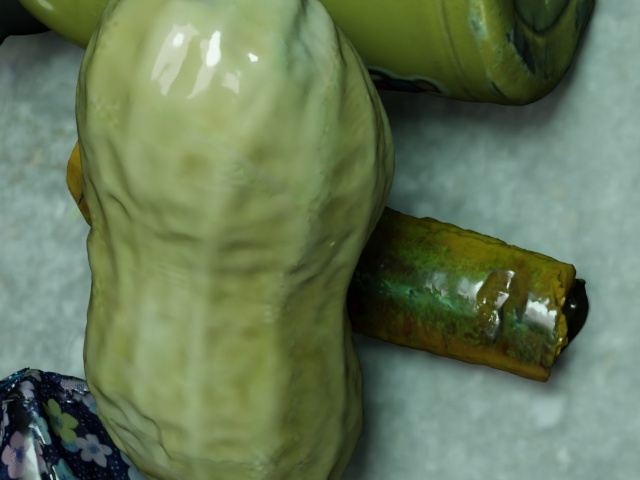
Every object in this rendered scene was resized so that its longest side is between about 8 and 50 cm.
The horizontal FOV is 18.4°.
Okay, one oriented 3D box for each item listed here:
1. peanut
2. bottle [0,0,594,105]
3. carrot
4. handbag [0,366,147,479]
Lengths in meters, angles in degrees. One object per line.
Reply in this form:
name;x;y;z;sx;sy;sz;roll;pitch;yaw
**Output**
peanut;-0.037;0.009;0.817;0.130;0.130;0.290;24;130;24
bottle;-0.057;-0.156;0.901;0.351;0.171;0.172;6;86;26
carrot;0.000;0.000;0.909;0.260;0.070;0.070;19;91;23
handbag;-0.154;0.189;0.918;0.207;0.127;0.229;-24;78;28
